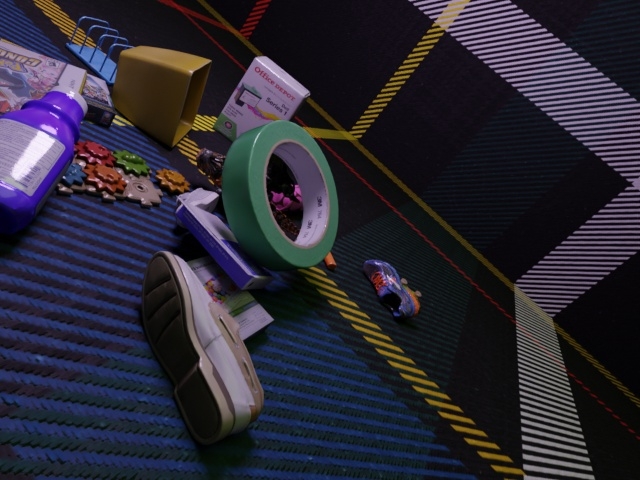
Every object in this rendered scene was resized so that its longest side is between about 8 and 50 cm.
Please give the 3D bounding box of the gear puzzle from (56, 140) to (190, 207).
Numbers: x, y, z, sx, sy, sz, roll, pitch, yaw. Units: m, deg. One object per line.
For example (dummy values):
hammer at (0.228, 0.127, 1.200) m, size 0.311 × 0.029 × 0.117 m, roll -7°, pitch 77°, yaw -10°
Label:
gear puzzle at (-0.418, -0.148, 0.917) m, size 0.339 × 0.044 × 0.175 m, roll 8°, pitch 39°, yaw -51°

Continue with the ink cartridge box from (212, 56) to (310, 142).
ink cartridge box at (-0.198, -0.441, 1.457) m, size 0.201 × 0.278 × 0.117 m, roll 37°, pitch 24°, yaw -8°

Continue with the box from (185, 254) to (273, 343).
box at (-0.192, 0.114, 0.807) m, size 0.186 × 0.038 × 0.145 m, roll 45°, pitch 23°, yaw 12°

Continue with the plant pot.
plant pot at (-0.436, -0.411, 1.171) m, size 0.187 × 0.212 × 0.212 m, roll 22°, pitch 28°, yaw -11°

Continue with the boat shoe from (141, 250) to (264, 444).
boat shoe at (-0.187, 0.153, 0.674) m, size 0.103 × 0.113 × 0.302 m, roll 5°, pitch 52°, yaw -54°

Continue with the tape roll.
tape roll at (-0.074, -0.095, 0.949) m, size 0.321 × 0.077 × 0.321 m, roll 21°, pitch 64°, yaw -53°

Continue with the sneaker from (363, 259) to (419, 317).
sneaker at (0.201, 0.142, 1.293) m, size 0.087 × 0.083 × 0.221 m, roll -7°, pitch 48°, yaw -49°

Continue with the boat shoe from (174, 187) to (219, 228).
boat shoe at (-0.290, -0.082, 0.976) m, size 0.063 × 0.066 × 0.184 m, roll 26°, pitch 27°, yaw 0°

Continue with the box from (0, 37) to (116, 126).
box at (-0.610, -0.360, 0.998) m, size 0.233 × 0.044 × 0.159 m, roll 13°, pitch 36°, yaw -46°

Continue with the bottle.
bottle at (-0.466, -0.144, 0.691) m, size 0.118 × 0.092 × 0.283 m, roll 24°, pitch 46°, yaw -22°

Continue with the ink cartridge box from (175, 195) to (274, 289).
ink cartridge box at (-0.197, 0.014, 0.874) m, size 0.206 × 0.045 × 0.208 m, roll 46°, pitch -1°, yaw 10°

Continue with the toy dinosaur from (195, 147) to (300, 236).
toy dinosaur at (-0.166, -0.124, 1.114) m, size 0.322 × 0.164 × 0.218 m, roll 17°, pitch -3°, yaw -34°

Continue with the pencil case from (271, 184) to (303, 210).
pencil case at (-0.070, -0.140, 1.362) m, size 0.209 × 0.095 × 0.098 m, roll -6°, pitch 86°, yaw -61°

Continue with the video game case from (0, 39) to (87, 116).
video game case at (-0.612, -0.302, 0.815) m, size 0.275 × 0.035 × 0.248 m, roll 13°, pitch 43°, yaw -29°

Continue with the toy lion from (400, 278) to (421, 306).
toy lion at (0.285, 0.182, 1.408) m, size 0.100 × 0.034 × 0.096 m, roll 42°, pitch 31°, yaw 5°

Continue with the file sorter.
file sorter at (-0.606, -0.539, 1.240) m, size 0.170 × 0.104 × 0.118 m, roll 41°, pitch 23°, yaw 3°

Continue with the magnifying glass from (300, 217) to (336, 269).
magnifying glass at (0.000, 0.000, 1.304) m, size 0.092 × 0.026 × 0.231 m, roll 22°, pitch 30°, yaw -36°
